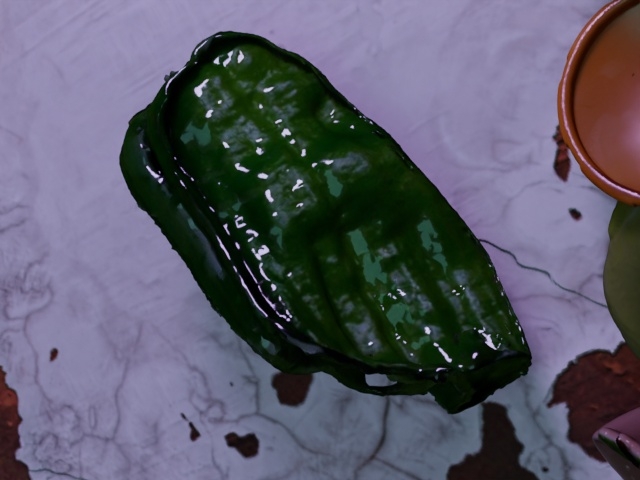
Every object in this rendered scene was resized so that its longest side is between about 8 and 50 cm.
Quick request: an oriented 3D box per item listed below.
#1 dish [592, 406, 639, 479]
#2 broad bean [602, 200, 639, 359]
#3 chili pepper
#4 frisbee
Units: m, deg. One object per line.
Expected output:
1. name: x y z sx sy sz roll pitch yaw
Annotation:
1. dish: 0.312 0.184 1.193 0.213 0.213 0.090 44 85 9
2. broad bean: 0.281 0.025 1.212 0.124 0.082 0.174 6 104 21
3. chili pepper: -0.005 0.007 1.292 0.385 0.213 0.167 47 159 12
4. frisbee: 0.274 -0.110 1.181 0.192 0.035 0.192 -7 71 22
